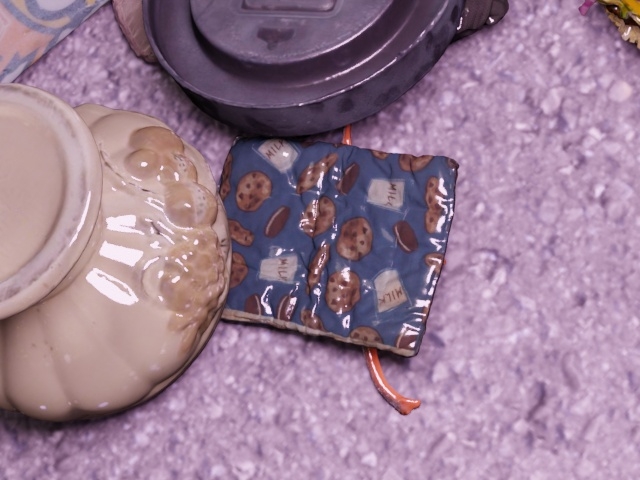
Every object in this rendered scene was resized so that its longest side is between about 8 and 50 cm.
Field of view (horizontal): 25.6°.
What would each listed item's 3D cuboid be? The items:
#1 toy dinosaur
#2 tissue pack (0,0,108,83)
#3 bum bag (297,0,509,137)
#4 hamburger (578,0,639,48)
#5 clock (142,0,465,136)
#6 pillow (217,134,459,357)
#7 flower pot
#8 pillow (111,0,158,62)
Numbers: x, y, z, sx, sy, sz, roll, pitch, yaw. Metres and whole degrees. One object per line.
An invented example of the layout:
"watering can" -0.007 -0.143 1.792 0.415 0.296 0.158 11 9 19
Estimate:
"toy dinosaur" 0.064 0.020 1.324 0.101 0.055 0.280 -22 68 12
"tissue pack" -0.296 -0.317 1.411 0.311 0.228 0.128 -40 57 -6
"bum bag" 0.052 -0.205 1.401 0.326 0.080 0.142 -27 60 2
"hamburger" 0.356 -0.276 1.338 0.243 0.139 0.262 -25 64 -1
"clock" -0.015 -0.243 1.359 0.318 0.066 0.319 -8 58 13
"pillow" 0.002 -0.001 1.314 0.255 0.034 0.189 9 79 30
"flower pot" -0.242 0.002 1.260 0.307 0.244 0.308 -6 71 17
"pillow" -0.110 -0.281 1.475 0.232 0.038 0.131 -31 59 -1
